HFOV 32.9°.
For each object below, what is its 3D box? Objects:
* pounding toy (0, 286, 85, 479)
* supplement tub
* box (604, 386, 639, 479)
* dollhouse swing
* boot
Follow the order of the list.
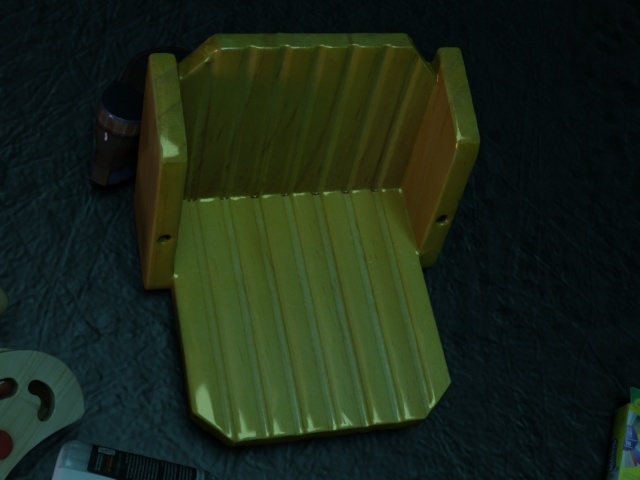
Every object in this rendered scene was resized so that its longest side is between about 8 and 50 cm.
[{"bbox_3d":[-0.346,0.177,1.085,0.154,0.155,0.270,29,70,-34],"label":"pounding toy"},{"bbox_3d":[-0.174,0.272,1.065,0.190,0.117,0.117,15,65,-9],"label":"supplement tub"},{"bbox_3d":[0.388,0.269,1.267,0.105,0.043,0.179,20,67,-6],"label":"box"},{"bbox_3d":[0.000,0.000,1.146,0.346,0.315,0.305,-3,49,-17],"label":"dollhouse swing"},{"bbox_3d":[-0.205,-0.150,1.265,0.082,0.106,0.219,31,35,5],"label":"boot"}]
